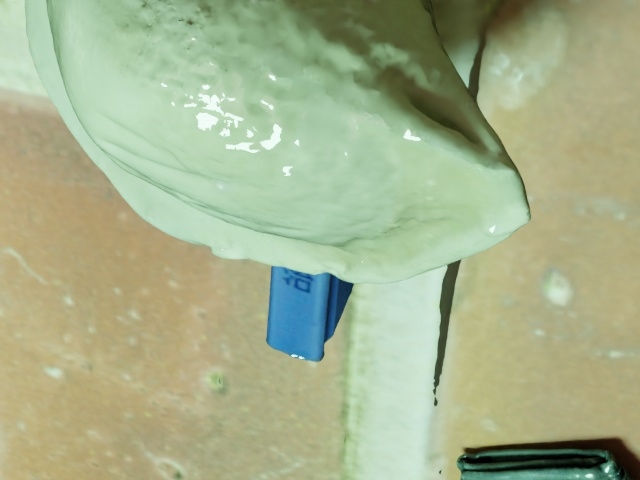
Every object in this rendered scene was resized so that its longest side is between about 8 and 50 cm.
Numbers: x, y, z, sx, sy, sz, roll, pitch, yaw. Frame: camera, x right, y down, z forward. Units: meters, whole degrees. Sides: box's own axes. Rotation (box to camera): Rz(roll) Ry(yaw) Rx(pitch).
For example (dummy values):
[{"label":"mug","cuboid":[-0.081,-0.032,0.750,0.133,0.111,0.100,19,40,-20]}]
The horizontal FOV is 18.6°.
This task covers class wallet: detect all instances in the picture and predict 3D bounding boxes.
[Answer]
[{"label":"wallet","cuboid":[0.127,0.147,0.936,0.088,0.026,0.129,-7,134,32]}]

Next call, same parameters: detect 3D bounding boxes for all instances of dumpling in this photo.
[{"label":"dumpling","cuboid":[-0.030,-0.056,0.692,0.215,0.126,0.166,20,142,-3]}]

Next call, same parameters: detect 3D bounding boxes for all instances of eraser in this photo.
[{"label":"eraser","cuboid":[0.000,0.000,0.794,0.027,0.063,0.085,15,141,8]}]
